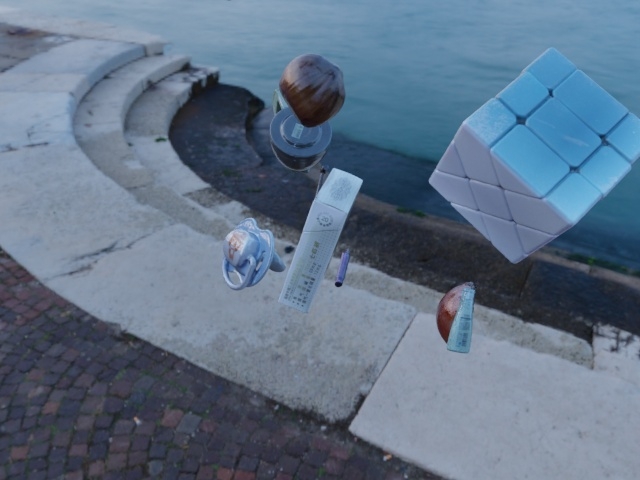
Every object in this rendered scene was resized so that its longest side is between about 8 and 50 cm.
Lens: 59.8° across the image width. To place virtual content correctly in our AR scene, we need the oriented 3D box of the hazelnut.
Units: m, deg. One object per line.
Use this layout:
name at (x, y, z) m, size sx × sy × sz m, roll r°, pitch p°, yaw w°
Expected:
hazelnut at (-0.019, -0.461, 1.706) m, size 0.210 × 0.209 × 0.186 m, roll 1°, pitch 0°, yaw -2°

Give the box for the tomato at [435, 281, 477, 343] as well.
tomato at (0.426, 0.238, 1.787) m, size 0.112 × 0.199 × 0.227 m, roll 8°, pitch 72°, yaw 22°

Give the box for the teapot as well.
teapot at (-0.118, -0.405, 2.222) m, size 0.322 × 0.239 × 0.239 m, roll 37°, pitch 68°, yaw 8°

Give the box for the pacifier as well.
pacifier at (-0.208, 0.059, 1.825) m, size 0.207 × 0.227 × 0.279 m, roll 17°, pitch 11°, yaw -38°

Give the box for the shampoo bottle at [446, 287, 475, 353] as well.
shampoo bottle at (0.422, 0.236, 1.646) m, size 0.069 × 0.190 × 0.041 m, roll 9°, pitch 3°, yaw 0°

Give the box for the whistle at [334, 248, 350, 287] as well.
whistle at (0.080, 0.096, 1.985) m, size 0.033 × 0.033 × 0.176 m, roll 9°, pitch 44°, yaw 10°

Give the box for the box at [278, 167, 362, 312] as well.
box at (0.001, 0.000, 1.461) m, size 0.095 × 0.330 × 0.210 m, roll 23°, pitch 33°, yaw 2°

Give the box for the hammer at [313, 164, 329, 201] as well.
hammer at (-0.008, -0.156, 1.776) m, size 0.021 × 0.178 × 0.065 m, roll 17°, pitch -13°, yaw -12°

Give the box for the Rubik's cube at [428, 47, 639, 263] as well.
Rubik's cube at (0.503, -0.188, 1.323) m, size 0.316 × 0.318 × 0.322 m, roll -40°, pitch 79°, yaw -14°
